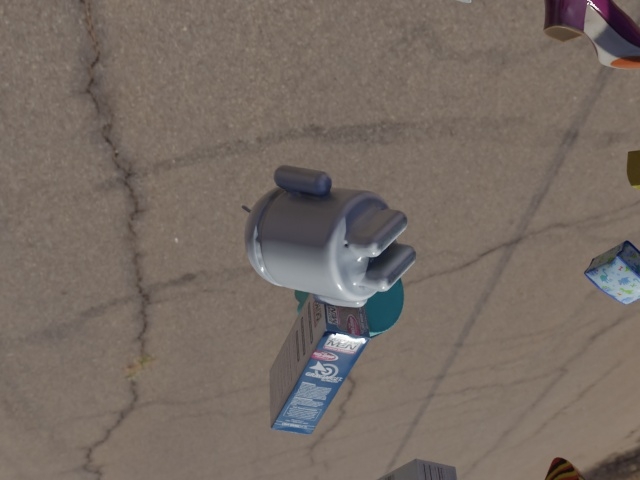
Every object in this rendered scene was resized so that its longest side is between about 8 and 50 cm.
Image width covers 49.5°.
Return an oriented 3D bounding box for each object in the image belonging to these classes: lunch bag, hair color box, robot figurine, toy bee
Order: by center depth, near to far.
[{"bbox_3d":[0.000,0.000,1.290,0.200,0.353,0.300,-37,124,-39],"label":"robot figurine"},{"bbox_3d":[-0.011,0.258,1.542,0.105,0.174,0.347,13,128,-17],"label":"hair color box"},{"bbox_3d":[0.526,0.651,1.550,0.195,0.162,0.298,14,98,-37],"label":"toy bee"},{"bbox_3d":[0.809,0.093,1.846,0.096,0.151,0.129,-42,177,-35],"label":"lunch bag"}]

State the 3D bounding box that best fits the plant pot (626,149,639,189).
[{"bbox_3d":[0.756,-0.156,1.594,0.081,0.083,0.081,16,176,-22],"label":"plant pot"}]

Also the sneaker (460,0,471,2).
[{"bbox_3d":[0.262,-0.585,1.317,0.315,0.127,0.182,-19,130,-74],"label":"sneaker"}]

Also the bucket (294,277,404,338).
[{"bbox_3d":[0.086,0.152,1.929,0.281,0.281,0.183,4,165,-35],"label":"bucket"}]

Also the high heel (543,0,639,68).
[{"bbox_3d":[0.623,-0.489,1.487,0.377,0.181,0.127,10,174,-34],"label":"high heel"}]

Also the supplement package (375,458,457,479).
[{"bbox_3d":[0.255,0.759,1.941,0.145,0.204,0.262,20,137,-25],"label":"supplement package"}]
